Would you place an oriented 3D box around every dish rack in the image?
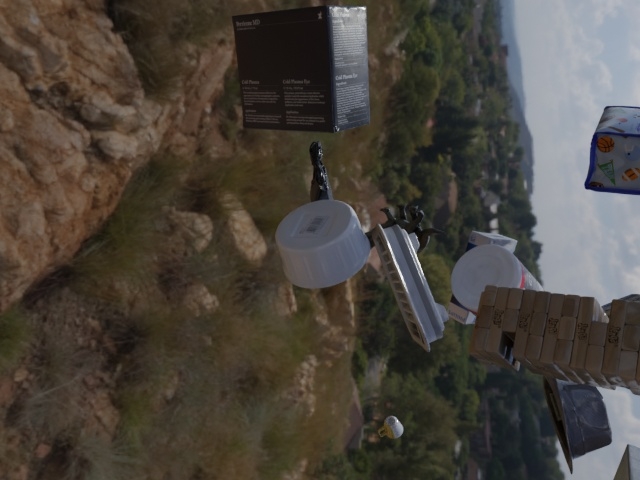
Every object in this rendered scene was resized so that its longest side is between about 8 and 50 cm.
[{"bbox_3d":[0.202,0.094,1.311,0.333,0.072,0.286,68,0,-85],"label":"dish rack"}]

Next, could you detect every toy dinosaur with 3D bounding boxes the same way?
[{"bbox_3d":[0.262,-0.023,1.765,0.121,0.313,0.160,-20,112,-48],"label":"toy dinosaur"}]

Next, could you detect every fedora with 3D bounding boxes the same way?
[{"bbox_3d":[0.677,0.458,1.508,0.275,0.124,0.244,-77,151,-65],"label":"fedora"}]

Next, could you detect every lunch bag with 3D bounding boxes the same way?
[{"bbox_3d":[1.046,-0.281,1.767,0.328,0.385,0.239,-41,135,-48],"label":"lunch bag"}]

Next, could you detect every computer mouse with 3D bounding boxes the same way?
[{"bbox_3d":[-0.006,-0.173,1.895,0.272,0.072,0.188,75,7,-48],"label":"computer mouse"}]

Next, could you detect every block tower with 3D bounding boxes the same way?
[{"bbox_3d":[0.344,0.124,0.676,0.091,0.335,0.097,37,64,-46],"label":"block tower"}]

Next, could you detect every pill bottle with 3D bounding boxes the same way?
[{"bbox_3d":[0.482,0.151,1.495,0.318,0.176,0.176,37,51,-43],"label":"pill bottle"}]

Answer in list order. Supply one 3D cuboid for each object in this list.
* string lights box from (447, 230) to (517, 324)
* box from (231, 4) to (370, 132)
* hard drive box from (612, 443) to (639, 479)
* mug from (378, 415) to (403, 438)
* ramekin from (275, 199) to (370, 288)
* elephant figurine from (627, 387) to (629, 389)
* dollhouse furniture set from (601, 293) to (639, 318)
[{"bbox_3d":[0.467,0.110,1.672,0.133,0.076,0.260,5,105,-39],"label":"string lights box"},{"bbox_3d":[-0.052,-0.472,1.599,0.179,0.343,0.313,-27,120,-47],"label":"box"},{"bbox_3d":[0.784,0.654,1.435,0.232,0.089,0.181,-28,131,-60],"label":"hard drive box"},{"bbox_3d":[0.237,0.626,1.931,0.078,0.062,0.064,-52,140,-29],"label":"mug"},{"bbox_3d":[0.000,0.000,1.716,0.277,0.277,0.135,-71,150,-46],"label":"ramekin"},{"bbox_3d":[0.895,0.298,1.606,0.186,0.169,0.239,-31,164,-33],"label":"elephant figurine"},{"bbox_3d":[0.898,0.125,1.672,0.286,0.303,0.198,33,37,-46],"label":"dollhouse furniture set"}]
